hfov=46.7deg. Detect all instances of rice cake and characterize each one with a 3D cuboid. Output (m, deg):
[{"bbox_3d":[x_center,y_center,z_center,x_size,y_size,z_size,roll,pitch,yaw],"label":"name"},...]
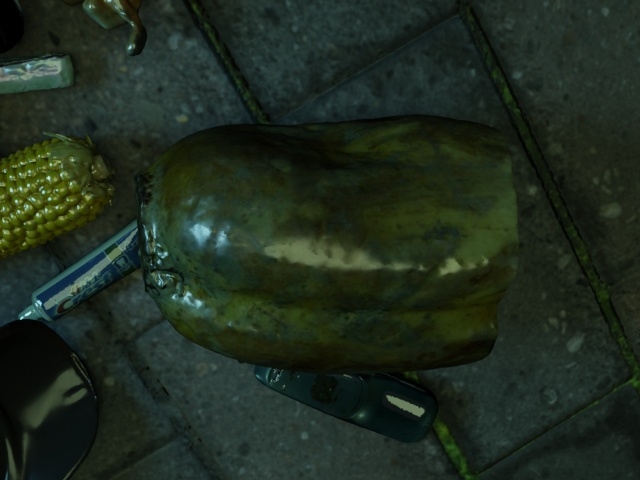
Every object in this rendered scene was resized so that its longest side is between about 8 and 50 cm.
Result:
[{"bbox_3d":[-0.340,-0.152,0.708,0.207,0.033,0.033,-9,113,-7],"label":"rice cake"}]

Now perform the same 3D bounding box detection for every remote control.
[{"bbox_3d":[0.031,0.170,0.840,0.222,0.042,0.072,23,100,-14],"label":"remote control"}]

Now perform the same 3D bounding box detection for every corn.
[{"bbox_3d":[-0.324,-0.023,0.710,0.260,0.091,0.091,-21,87,-1],"label":"corn"}]

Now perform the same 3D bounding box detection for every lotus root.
[{"bbox_3d":[0.000,0.000,0.700,0.346,0.250,0.250,2,102,-10],"label":"lotus root"}]

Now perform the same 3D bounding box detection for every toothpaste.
[{"bbox_3d":[-0.228,0.029,0.768,0.197,0.035,0.057,-34,122,-3],"label":"toothpaste"}]

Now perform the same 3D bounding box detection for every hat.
[{"bbox_3d":[-0.400,0.214,0.731,0.336,0.209,0.238,-49,127,-32],"label":"hat"}]

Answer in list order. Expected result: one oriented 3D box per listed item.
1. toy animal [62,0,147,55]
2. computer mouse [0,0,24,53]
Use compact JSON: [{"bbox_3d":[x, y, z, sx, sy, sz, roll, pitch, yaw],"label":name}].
[{"bbox_3d":[-0.241,-0.324,0.659,0.312,0.097,0.157,40,87,-17],"label":"toy animal"},{"bbox_3d":[-0.369,-0.236,0.636,0.233,0.137,0.096,14,80,-11],"label":"computer mouse"}]
